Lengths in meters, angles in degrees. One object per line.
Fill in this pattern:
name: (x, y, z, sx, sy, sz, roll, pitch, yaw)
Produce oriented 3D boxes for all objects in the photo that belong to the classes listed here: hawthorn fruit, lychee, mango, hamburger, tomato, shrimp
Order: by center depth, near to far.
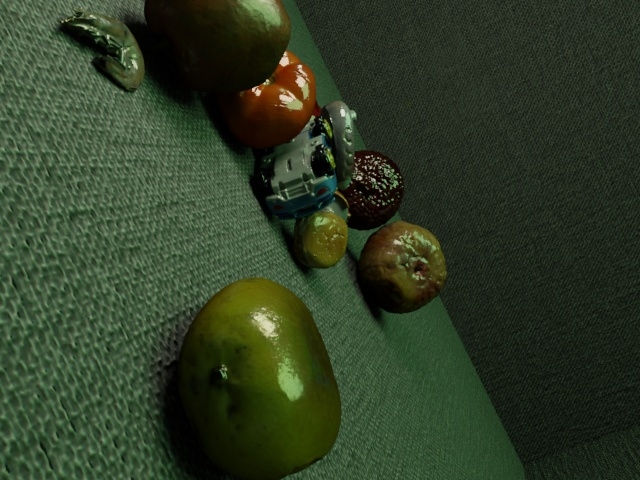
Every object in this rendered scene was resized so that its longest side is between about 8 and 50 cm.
mango: (-0.072, 0.175, 0.915, 0.253, 0.182, 0.365, 59, 16, -13)
shrimp: (-0.351, -0.316, 1.072, 0.223, 0.047, 0.126, -13, 87, -76)
hawthorn fruit: (-0.220, -0.423, 1.283, 0.268, 0.301, 0.268, 37, -39, 37)
tomato: (-0.128, -0.331, 1.517, 0.180, 0.259, 0.260, 105, -31, -61)
hamburger: (0.000, 0.000, 1.559, 0.147, 0.083, 0.138, 9, 91, -45)
lychee: (0.133, -0.156, 2.026, 0.260, 0.260, 0.260, 56, 16, -26)

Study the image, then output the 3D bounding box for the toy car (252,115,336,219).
toy car: (-0.049, -0.173, 1.577, 0.314, 0.198, 0.166, -95, 163, -55)

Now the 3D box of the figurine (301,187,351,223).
figurine: (0.018, -0.082, 1.750, 0.143, 0.143, 0.271, 63, 16, -2)

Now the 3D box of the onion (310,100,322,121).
onion: (-0.062, -0.332, 1.826, 0.248, 0.161, 0.248, 44, 30, -34)

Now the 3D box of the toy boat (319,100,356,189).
toy boat: (0.055, -0.254, 1.702, 0.155, 0.085, 0.227, -123, -153, -62)

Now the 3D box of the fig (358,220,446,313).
fig: (0.232, 0.076, 2.084, 0.286, 0.286, 0.368, 60, -11, -13)
